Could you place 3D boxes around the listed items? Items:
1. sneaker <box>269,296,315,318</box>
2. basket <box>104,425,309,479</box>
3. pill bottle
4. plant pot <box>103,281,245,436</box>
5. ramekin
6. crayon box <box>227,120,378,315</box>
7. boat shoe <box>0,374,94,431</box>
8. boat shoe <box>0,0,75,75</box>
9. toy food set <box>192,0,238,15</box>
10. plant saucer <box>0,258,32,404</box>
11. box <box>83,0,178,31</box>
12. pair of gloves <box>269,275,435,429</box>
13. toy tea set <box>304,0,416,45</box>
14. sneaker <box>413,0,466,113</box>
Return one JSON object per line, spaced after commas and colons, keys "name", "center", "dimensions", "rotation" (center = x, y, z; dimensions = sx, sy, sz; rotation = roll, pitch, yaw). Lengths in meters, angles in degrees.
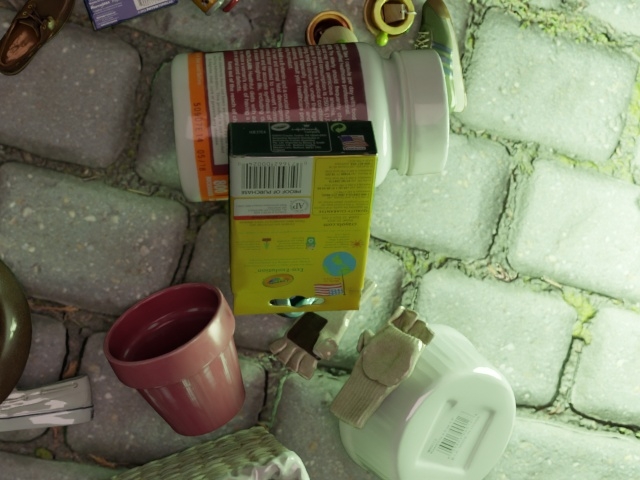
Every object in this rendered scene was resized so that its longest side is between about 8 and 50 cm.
{"name": "sneaker", "center": [0.000, 0.000, 1.763], "dimensions": [0.110, 0.122, 0.283], "rotation": [21, 91, -15]}
{"name": "basket", "center": [-0.159, 0.493, 1.707], "dimensions": [0.331, 0.266, 0.328], "rotation": [-19, 100, -10]}
{"name": "pill bottle", "center": [-0.018, -0.180, 1.660], "dimensions": [0.392, 0.224, 0.224], "rotation": [-4, 97, -3]}
{"name": "plant pot", "center": [-0.207, 0.193, 1.710], "dimensions": [0.201, 0.201, 0.180], "rotation": [-28, 117, -9]}
{"name": "ramekin", "center": [0.181, 0.286, 1.784], "dimensions": [0.277, 0.135, 0.277], "rotation": [-14, 119, -27]}
{"name": "crayon box", "center": [-0.033, -0.026, 1.595], "dimensions": [0.202, 0.081, 0.318], "rotation": [-1, 134, -6]}
{"name": "boat shoe", "center": [-0.480, 0.247, 1.701], "dimensions": [0.258, 0.095, 0.084], "rotation": [-2, 88, -20]}
{"name": "boat shoe", "center": [-0.425, -0.322, 1.657], "dimensions": [0.064, 0.060, 0.178], "rotation": [37, 87, -15]}
{"name": "toy food set", "center": [-0.086, -0.413, 1.702], "dimensions": [0.104, 0.111, 0.232], "rotation": [44, 83, -14]}
{"name": "plant saucer", "center": [-0.585, 0.134, 1.630], "dimensions": [0.311, 0.050, 0.310], "rotation": [2, 79, -10]}
{"name": "box", "center": [-0.317, -0.446, 1.681], "dimensions": [0.136, 0.036, 0.225], "rotation": [-21, 102, -11]}
{"name": "pair of gloves", "center": [0.049, 0.161, 1.745], "dimensions": [0.204, 0.240, 0.042], "rotation": [-47, 139, -5]}
{"name": "toy tea set", "center": [0.092, -0.426, 1.736], "dimensions": [0.200, 0.124, 0.336], "rotation": [15, 93, -15]}
{"name": "sneaker", "center": [0.176, -0.292, 1.802], "dimensions": [0.086, 0.064, 0.192], "rotation": [-17, 103, -16]}
